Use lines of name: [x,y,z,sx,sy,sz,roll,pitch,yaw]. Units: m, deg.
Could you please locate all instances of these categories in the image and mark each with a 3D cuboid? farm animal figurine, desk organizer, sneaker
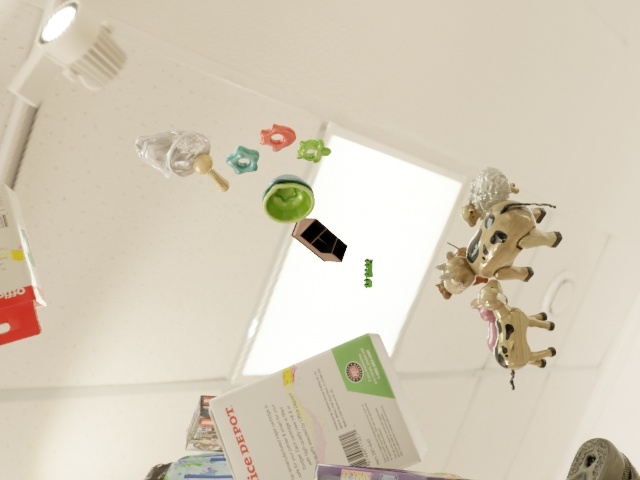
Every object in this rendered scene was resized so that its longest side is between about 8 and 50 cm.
farm animal figurine: [0.323,0.059,1.360,0.172,0.330,0.326,5,-63,-24]
desk organizer: [0.000,0.000,1.529,0.130,0.050,0.047,40,-118,-44]
sneaker: [0.361,0.390,0.945,0.130,0.087,0.227,39,-109,-15]

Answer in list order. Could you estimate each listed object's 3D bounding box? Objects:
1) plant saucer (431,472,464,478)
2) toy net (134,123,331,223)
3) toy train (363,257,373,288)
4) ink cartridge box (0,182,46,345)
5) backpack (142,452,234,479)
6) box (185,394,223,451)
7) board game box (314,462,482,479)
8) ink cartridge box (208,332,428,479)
plant saucer: [0.271,0.609,1.509,0.037,0.241,0.240,11,-77,-60]
toy net: [-0.107,-0.093,0.877,0.232,0.045,0.122,11,-46,-22]
toy train: [0.119,0.081,1.768,0.024,0.017,0.083,-6,-66,-16]
ink cartridge box: [-0.491,0.047,1.050,0.134,0.078,0.230,-16,-98,-12]
backpack: [-0.186,0.613,1.635,0.273,0.356,0.290,-54,-45,-57]
box: [-0.125,0.350,1.348,0.233,0.044,0.159,7,-38,-16]
board game box: [0.099,0.315,0.911,0.141,0.170,0.048,25,-115,-46]
ink cartridge box: [-0.003,0.289,1.118,0.278,0.201,0.117,-25,-12,9]
